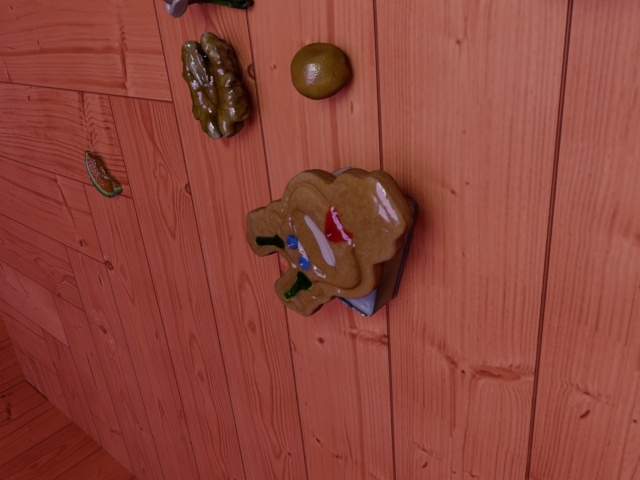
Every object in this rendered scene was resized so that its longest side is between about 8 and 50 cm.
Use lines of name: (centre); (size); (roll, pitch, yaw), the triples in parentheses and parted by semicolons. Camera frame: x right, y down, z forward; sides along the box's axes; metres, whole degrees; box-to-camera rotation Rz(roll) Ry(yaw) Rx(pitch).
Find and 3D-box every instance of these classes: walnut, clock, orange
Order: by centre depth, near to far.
orange: (-0.001, -0.237, 0.801); (0.085, 0.085, 0.085); (23, 127, 35)
clock: (0.056, 0.001, 0.877); (0.147, 0.071, 0.192); (31, 131, 30)
walnut: (-0.171, -0.258, 0.964); (0.143, 0.069, 0.170); (4, 113, 45)

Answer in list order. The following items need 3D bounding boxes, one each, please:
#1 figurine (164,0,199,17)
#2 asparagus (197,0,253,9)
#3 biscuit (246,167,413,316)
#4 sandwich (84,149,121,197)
figurine: (-0.213, -0.421, 0.880); (0.125, 0.125, 0.138); (-42, 70, 48)
asparagus: (-0.194, -0.399, 0.942); (0.233, 0.022, 0.023); (24, 99, 35)
biscuit: (0.000, 0.000, 0.844); (0.334, 0.047, 0.202); (-28, 90, 49)
sandwich: (-0.544, -0.162, 1.422); (0.067, 0.029, 0.135); (-37, 83, 43)
